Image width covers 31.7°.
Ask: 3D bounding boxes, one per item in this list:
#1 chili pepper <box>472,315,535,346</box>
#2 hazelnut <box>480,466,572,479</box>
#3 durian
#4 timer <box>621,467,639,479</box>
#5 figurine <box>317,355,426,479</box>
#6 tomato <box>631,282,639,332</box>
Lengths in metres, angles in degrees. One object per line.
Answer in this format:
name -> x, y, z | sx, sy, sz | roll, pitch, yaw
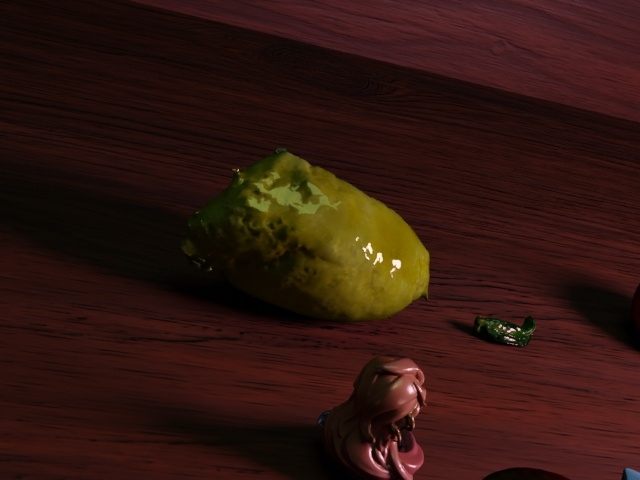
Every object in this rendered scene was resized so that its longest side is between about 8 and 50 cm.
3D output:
chili pepper -> 0.280, 0.132, 1.657 | 0.118, 0.035, 0.055 | -1, 48, -30
hazelnut -> 0.184, 0.327, 1.015 | 0.218, 0.218, 0.234 | 22, 43, 7
durian -> 0.000, 0.000, 1.534 | 0.340, 0.204, 0.256 | 21, 13, 2
timer -> 0.425, 0.328, 1.162 | 0.250, 0.091, 0.232 | 16, 0, 13
figurine -> 0.063, 0.202, 1.236 | 0.126, 0.157, 0.114 | 31, 48, 15
tomato -> 0.594, 0.113, 1.800 | 0.195, 0.136, 0.195 | 16, 25, -8
